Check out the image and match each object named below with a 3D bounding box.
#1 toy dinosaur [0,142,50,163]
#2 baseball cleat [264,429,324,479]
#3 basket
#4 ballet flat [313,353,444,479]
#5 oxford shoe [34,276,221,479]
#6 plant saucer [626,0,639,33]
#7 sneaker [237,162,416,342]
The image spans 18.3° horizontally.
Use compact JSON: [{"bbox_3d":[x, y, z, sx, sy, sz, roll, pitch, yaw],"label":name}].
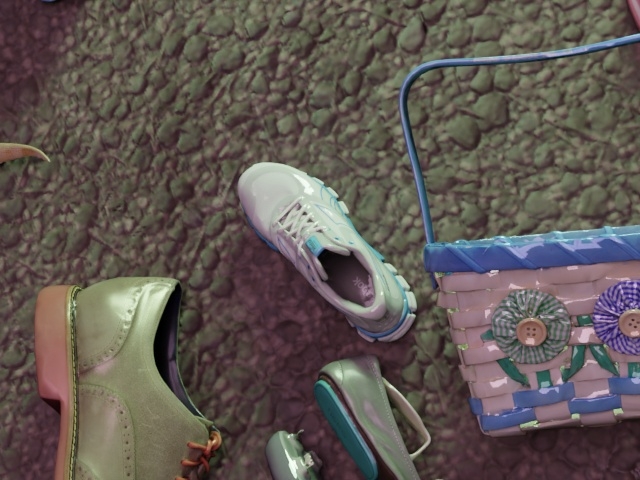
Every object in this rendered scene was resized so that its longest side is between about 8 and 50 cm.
[{"bbox_3d":[-0.315,-0.076,1.726,0.183,0.053,0.093,-18,90,18],"label":"toy dinosaur"},{"bbox_3d":[-0.016,0.255,1.562,0.109,0.072,0.206,-32,69,13],"label":"baseball cleat"},{"bbox_3d":[0.201,-0.006,1.491,0.254,0.201,0.289,-9,86,13],"label":"basket"},{"bbox_3d":[0.066,0.185,1.560,0.068,0.072,0.213,-20,75,-22],"label":"ballet flat"},{"bbox_3d":[-0.141,0.191,1.582,0.130,0.123,0.348,-12,77,6],"label":"oxford shoe"},{"bbox_3d":[0.395,-0.249,1.555,0.332,0.084,0.332,-3,78,14],"label":"plant saucer"},{"bbox_3d":[0.000,0.000,1.605,0.190,0.083,0.071,43,93,19],"label":"sneaker"}]
